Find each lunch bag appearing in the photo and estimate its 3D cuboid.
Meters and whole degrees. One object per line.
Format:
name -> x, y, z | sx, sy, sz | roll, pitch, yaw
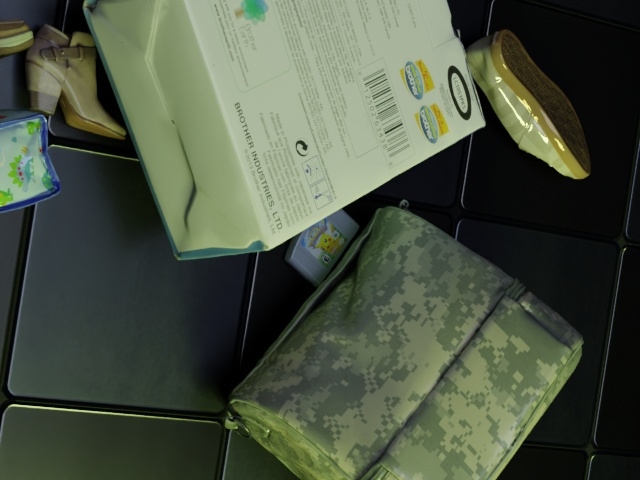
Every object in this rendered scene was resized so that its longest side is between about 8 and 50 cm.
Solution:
lunch bag -> -0.325, -0.059, 1.463 | 0.151, 0.129, 0.096 | -17, 103, -31
lunch bag -> 0.082, 0.139, 1.691 | 0.256, 0.212, 0.305 | 40, 72, 1

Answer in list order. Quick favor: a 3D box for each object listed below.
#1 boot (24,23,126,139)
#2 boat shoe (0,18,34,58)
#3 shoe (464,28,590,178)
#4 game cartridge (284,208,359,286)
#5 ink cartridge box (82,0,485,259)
boot -> -0.227, -0.152, 1.571 | 0.118, 0.042, 0.087 | 20, 76, -39
boat shoe -> -0.349, -0.184, 1.477 | 0.190, 0.068, 0.072 | -16, 91, -30
shoe -> 0.233, -0.148, 1.858 | 0.219, 0.058, 0.077 | 49, 38, -30
game cartridge -> 0.000, 0.000, 1.742 | 0.056, 0.017, 0.083 | 41, 73, -24
ink cartridge box -> -0.003, -0.180, 1.612 | 0.395, 0.151, 0.270 | -30, 108, -39
